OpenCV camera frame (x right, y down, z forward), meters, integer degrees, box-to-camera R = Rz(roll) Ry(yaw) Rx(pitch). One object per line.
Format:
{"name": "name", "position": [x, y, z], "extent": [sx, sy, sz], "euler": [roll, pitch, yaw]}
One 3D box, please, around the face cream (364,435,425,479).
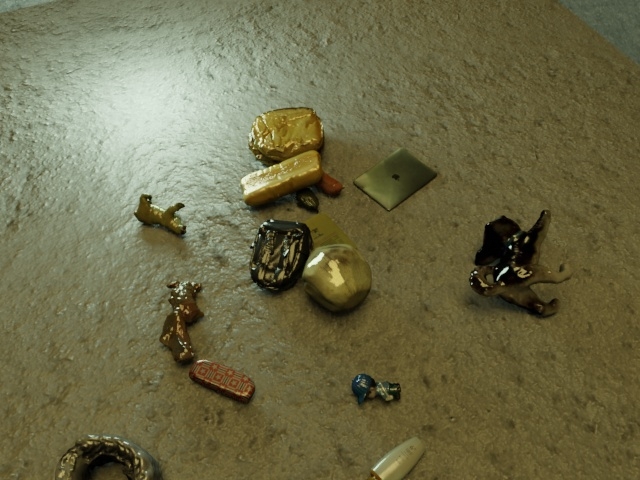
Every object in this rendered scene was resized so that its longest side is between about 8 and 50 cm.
{"name": "face cream", "position": [0.195, 0.583, 1.531], "extent": [0.182, 0.051, 0.072], "euler": [-33, 61, -24]}

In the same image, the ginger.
{"name": "ginger", "position": [-0.414, 0.242, 1.769], "extent": [0.122, 0.084, 0.290], "euler": [12, 47, -19]}

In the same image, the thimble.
{"name": "thimble", "position": [-0.515, 0.593, 1.445], "extent": [0.245, 0.157, 0.217], "euler": [28, 57, 19]}

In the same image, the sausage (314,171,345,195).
{"name": "sausage", "position": [0.014, -0.212, 2.117], "extent": [0.169, 0.065, 0.065], "euler": [37, 61, 24]}

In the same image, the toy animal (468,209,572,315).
{"name": "toy animal", "position": [0.594, 0.047, 1.853], "extent": [0.303, 0.194, 0.344], "euler": [3, 48, -6]}

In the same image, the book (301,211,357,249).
{"name": "book", "position": [0.000, 0.000, 1.986], "extent": [0.168, 0.013, 0.192], "euler": [-29, 59, -21]}

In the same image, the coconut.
{"name": "coconut", "position": [0.042, 0.105, 1.798], "extent": [0.224, 0.224, 0.224], "euler": [1, 53, -1]}

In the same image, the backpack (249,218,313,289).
{"name": "backpack", "position": [-0.132, 0.044, 1.886], "extent": [0.206, 0.133, 0.258], "euler": [9, 63, 15]}

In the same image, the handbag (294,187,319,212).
{"name": "handbag", "position": [-0.045, -0.141, 2.069], "extent": [0.072, 0.047, 0.111], "euler": [-31, 59, -26]}

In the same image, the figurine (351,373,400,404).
{"name": "figurine", "position": [0.155, 0.410, 1.647], "extent": [0.136, 0.079, 0.077], "euler": [-6, 12, 0]}

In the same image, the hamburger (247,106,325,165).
{"name": "hamburger", "position": [-0.127, -0.379, 2.191], "extent": [0.283, 0.144, 0.259], "euler": [0, 56, -5]}

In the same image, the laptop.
{"name": "laptop", "position": [0.276, -0.229, 2.161], "extent": [0.269, 0.015, 0.187], "euler": [-36, 62, -25]}

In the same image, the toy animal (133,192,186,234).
{"name": "toy animal", "position": [-0.537, -0.084, 2.003], "extent": [0.219, 0.103, 0.101], "euler": [15, 73, 7]}

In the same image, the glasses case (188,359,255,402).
{"name": "glasses case", "position": [-0.275, 0.395, 1.664], "extent": [0.194, 0.049, 0.073], "euler": [20, 54, 13]}

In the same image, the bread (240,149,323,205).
{"name": "bread", "position": [-0.131, -0.210, 2.062], "extent": [0.305, 0.091, 0.142], "euler": [-21, 51, 3]}
